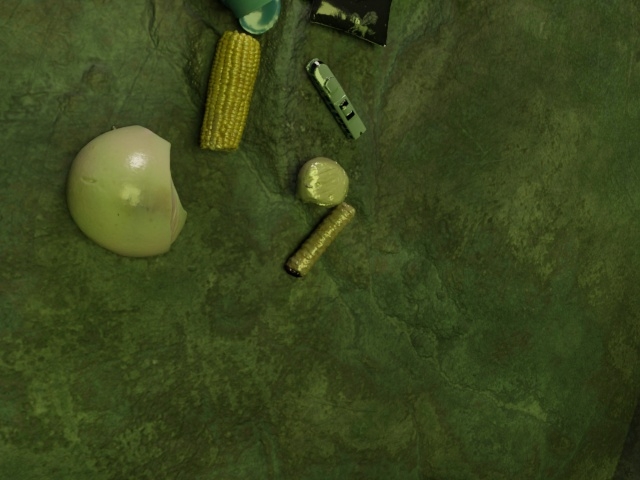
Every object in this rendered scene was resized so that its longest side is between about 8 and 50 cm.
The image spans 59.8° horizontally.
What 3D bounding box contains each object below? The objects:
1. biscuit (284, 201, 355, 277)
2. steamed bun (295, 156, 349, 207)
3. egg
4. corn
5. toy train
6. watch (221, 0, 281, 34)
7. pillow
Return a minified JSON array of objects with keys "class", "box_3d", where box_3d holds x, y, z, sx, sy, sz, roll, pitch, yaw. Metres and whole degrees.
[{"class":"biscuit","box_3d":[0.000,0.000,1.335,0.219,0.061,0.055,-51,142,-10]},{"class":"steamed bun","box_3d":[-0.001,-0.135,1.284,0.130,0.091,0.112,4,98,-32]},{"class":"egg","box_3d":[-0.360,-0.076,1.050,0.206,0.162,0.271,-20,110,-26]},{"class":"corn","box_3d":[-0.186,-0.300,1.137,0.093,0.093,0.244,11,95,-31]},{"class":"toy train","box_3d":[0.036,-0.327,1.286,0.043,0.047,0.207,-46,121,-15]},{"class":"watch","box_3d":[-0.115,-0.517,1.068,0.211,0.193,0.211,-9,108,-28]},{"class":"pillow","box_3d":[0.074,-0.528,1.255,0.208,0.055,0.141,10,90,-32]}]
